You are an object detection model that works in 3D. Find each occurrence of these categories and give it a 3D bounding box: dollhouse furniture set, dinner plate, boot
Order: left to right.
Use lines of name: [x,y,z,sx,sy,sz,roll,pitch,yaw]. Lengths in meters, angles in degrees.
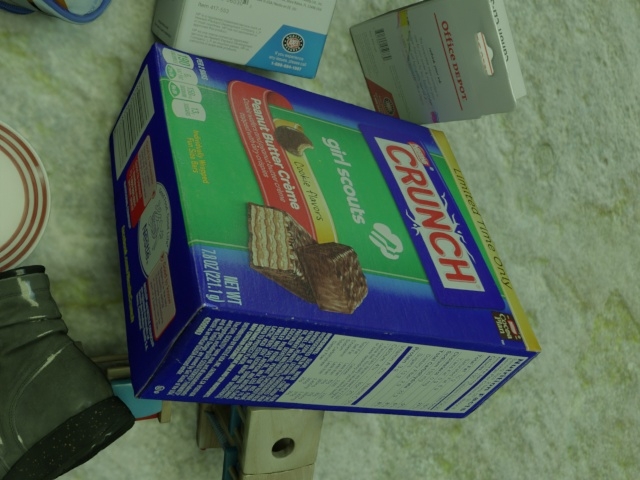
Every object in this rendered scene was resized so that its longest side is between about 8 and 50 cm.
dinner plate: [-0.288,-0.033,0.598,0.141,0.017,0.141,-3,95,-33]
boot: [-0.274,0.139,0.584,0.246,0.083,0.161,-37,82,4]
dollhouse furniture set: [-0.112,0.166,0.646,0.183,0.129,0.129,-2,113,-25]

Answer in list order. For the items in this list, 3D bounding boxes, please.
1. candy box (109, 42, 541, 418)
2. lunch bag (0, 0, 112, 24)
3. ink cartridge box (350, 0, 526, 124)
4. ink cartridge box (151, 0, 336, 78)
candy box: [0.000,0.000,0.641,0.317,0.122,0.268,12,45,-34]
lunch bag: [-0.206,-0.316,0.540,0.243,0.115,0.303,34,76,-60]
ink cartridge box: [0.124,-0.179,0.735,0.067,0.198,0.115,-28,108,-27]
ink cartridge box: [-0.052,-0.251,0.652,0.139,0.082,0.191,4,113,-32]
